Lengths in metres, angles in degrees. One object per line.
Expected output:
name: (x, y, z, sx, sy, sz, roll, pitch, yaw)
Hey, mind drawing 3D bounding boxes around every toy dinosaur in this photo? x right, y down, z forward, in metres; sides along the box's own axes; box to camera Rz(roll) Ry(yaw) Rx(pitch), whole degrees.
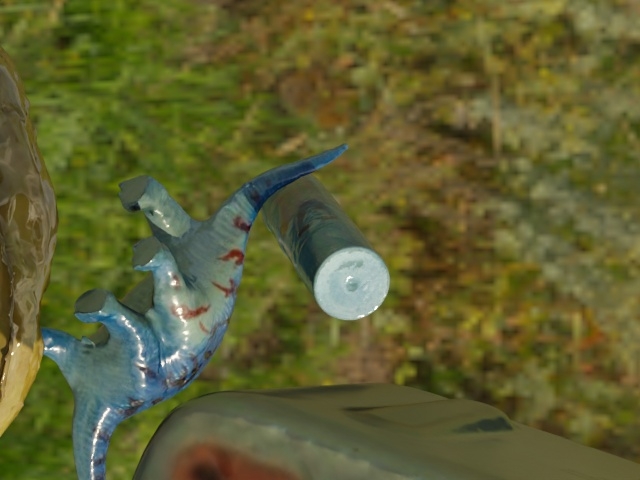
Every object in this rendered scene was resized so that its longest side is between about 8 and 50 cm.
toy dinosaur: (-0.102, 0.045, 1.180, 0.144, 0.076, 0.329, 39, 74, -40)

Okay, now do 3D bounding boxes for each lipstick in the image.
lipstick: (0.000, 0.000, 1.211, 0.158, 0.048, 0.048, -126, -159, -67)

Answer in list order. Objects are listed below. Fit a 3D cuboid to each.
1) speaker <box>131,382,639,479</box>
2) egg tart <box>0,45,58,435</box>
speaker: (0.116, 0.181, 0.747, 0.184, 0.406, 0.183, 14, 93, -65)
egg tart: (-0.282, -0.002, 1.058, 0.129, 0.341, 0.341, -15, 103, -49)
